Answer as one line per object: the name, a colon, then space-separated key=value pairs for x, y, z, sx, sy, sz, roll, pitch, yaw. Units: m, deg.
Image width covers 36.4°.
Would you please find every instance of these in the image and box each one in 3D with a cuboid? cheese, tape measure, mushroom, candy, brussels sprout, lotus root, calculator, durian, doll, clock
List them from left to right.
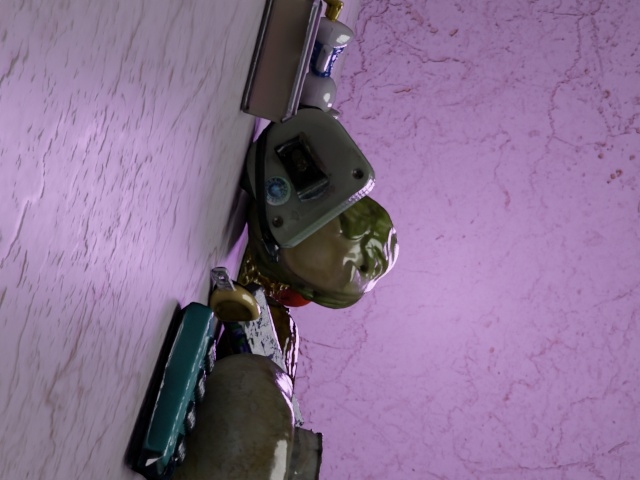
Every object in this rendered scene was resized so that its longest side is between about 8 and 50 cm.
calculator: x=-0.209 y=0.236 z=1.433 sx=0.274 sy=0.058 sz=0.248 roll=104 pitch=3 yaw=-69
cheese: x=-0.156 y=0.090 z=1.669 sx=0.162 sy=0.086 sz=0.036 roll=77 pitch=18 yaw=-56
mushroom: x=-0.133 y=0.361 z=1.663 sx=0.352 sy=0.261 sz=0.352 roll=-169 pitch=-90 yaw=-85
lotus root: x=-0.147 y=0.308 z=1.990 sx=0.196 sy=0.179 sz=0.397 roll=-175 pitch=-81 yaw=-79
candy: x=-0.115 y=0.232 z=1.838 sx=0.061 sy=0.088 sz=0.312 roll=16 pitch=-53 yaw=54
durian: x=-0.127 y=0.041 z=2.124 sx=0.139 sy=0.144 sz=0.252 roll=-8 pitch=-112 yaw=50
clock: x=-0.055 y=-0.281 z=1.474 sx=0.147 sy=0.071 sz=0.191 roll=-66 pitch=171 yaw=-77
tape measure: x=-0.046 y=-0.111 z=1.661 sx=0.235 sy=0.207 sz=0.115 roll=-36 pitch=174 yaw=5
doll: x=-0.001 y=-0.359 z=2.033 sx=0.138 sy=0.119 sz=0.293 roll=-117 pitch=-145 yaw=-68
brussels sprout: x=0.000 y=0.000 z=1.878 sx=0.328 sy=0.328 sz=0.247 roll=-51 pitch=157 yaw=-86

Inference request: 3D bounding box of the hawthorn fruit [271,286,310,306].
hawthorn fruit: x=-0.067 y=0.060 z=2.259 sx=0.299 sy=0.211 sz=0.211 roll=-52 pitch=160 yaw=-56
